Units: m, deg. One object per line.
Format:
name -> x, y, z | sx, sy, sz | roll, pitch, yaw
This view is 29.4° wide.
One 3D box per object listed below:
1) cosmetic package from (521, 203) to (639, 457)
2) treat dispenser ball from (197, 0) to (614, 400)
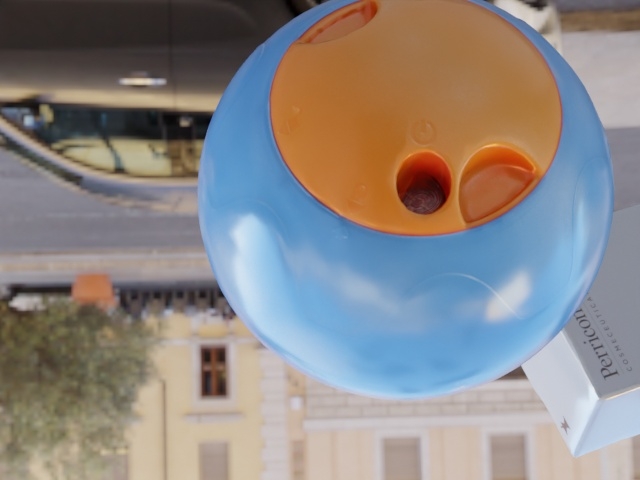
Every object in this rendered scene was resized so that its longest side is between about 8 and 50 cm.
cosmetic package -> 0.470, 0.068, 1.491 | 0.453, 0.230, 0.161 | -17, 149, -13
treat dispenser ball -> 0.058, -0.033, 0.855 | 0.288, 0.288, 0.288 | -2, 174, 0
